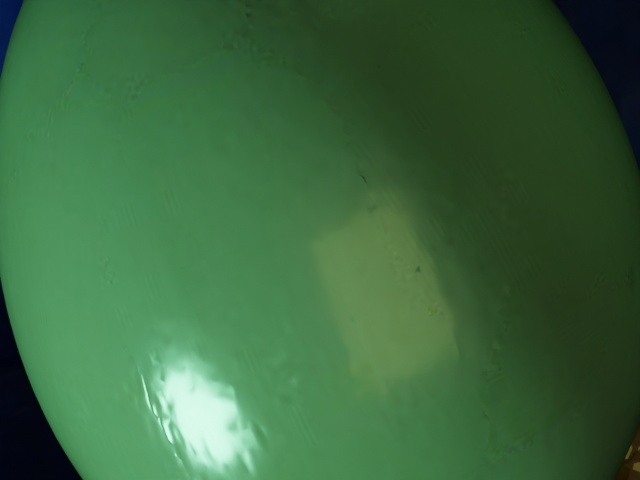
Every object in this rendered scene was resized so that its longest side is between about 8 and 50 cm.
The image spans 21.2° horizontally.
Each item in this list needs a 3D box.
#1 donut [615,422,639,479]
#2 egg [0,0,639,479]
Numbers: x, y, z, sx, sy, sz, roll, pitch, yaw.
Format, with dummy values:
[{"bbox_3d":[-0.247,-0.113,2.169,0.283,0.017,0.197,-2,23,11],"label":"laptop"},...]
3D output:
[{"bbox_3d":[0.180,0.137,0.674,0.302,0.110,0.303,-8,110,-21],"label":"donut"},{"bbox_3d":[0.000,0.000,0.497,0.186,0.186,0.242,-25,107,-12],"label":"egg"}]
